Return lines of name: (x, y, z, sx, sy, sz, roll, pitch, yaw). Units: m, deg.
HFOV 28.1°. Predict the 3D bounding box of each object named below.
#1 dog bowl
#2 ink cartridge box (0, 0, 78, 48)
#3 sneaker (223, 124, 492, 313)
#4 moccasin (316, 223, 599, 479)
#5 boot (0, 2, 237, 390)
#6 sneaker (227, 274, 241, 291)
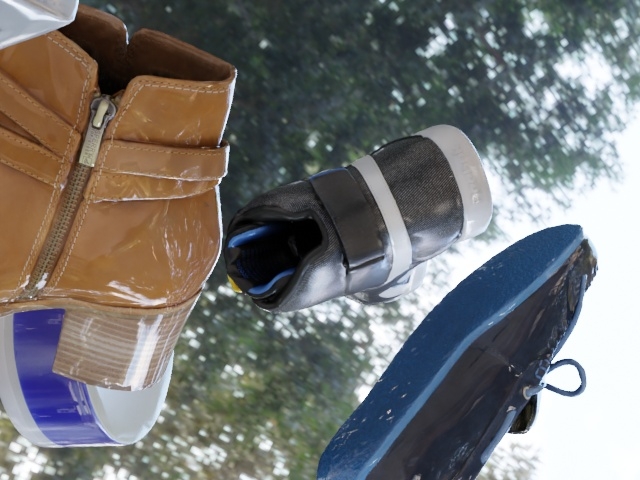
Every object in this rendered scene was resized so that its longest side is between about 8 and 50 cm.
dog bowl: (-0.258, 0.098, 1.432, 0.104, 0.265, 0.265, -2, -115, 15)
ink cartridge box: (-0.140, -0.150, 0.396, 0.189, 0.066, 0.232, -11, -114, 35)
sneaker: (0.000, 0.000, 0.694, 0.121, 0.217, 0.079, -19, -100, -16)
moccasin: (0.131, 0.125, 1.097, 0.342, 0.117, 0.137, -44, -164, -23)
boot: (-0.193, -0.033, 0.719, 0.109, 0.283, 0.220, -80, -173, -57)
sneaker: (-0.040, 0.047, 1.500, 0.067, 0.064, 0.175, -30, -164, -39)
